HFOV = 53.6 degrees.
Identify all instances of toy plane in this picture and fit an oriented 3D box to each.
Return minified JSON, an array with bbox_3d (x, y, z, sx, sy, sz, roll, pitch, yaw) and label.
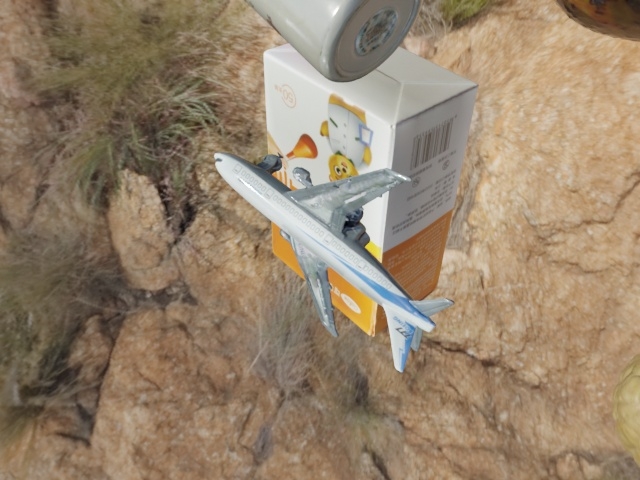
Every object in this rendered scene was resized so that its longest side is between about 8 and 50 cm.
[{"bbox_3d":[0.004,-0.001,0.483,0.226,0.058,0.226,47,150,19],"label":"toy plane"}]

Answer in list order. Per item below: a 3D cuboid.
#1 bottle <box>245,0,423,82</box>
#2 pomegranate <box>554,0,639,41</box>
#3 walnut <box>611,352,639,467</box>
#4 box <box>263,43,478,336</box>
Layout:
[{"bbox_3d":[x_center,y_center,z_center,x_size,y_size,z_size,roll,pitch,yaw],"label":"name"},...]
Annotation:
[{"bbox_3d":[-0.030,-0.240,0.515,0.110,0.110,0.233,-48,70,16],"label":"bottle"},{"bbox_3d":[0.299,-0.321,0.542,0.285,0.341,0.284,-4,84,45],"label":"pomegranate"},{"bbox_3d":[0.490,0.224,0.802,0.225,0.261,0.224,-9,69,24],"label":"walnut"},{"bbox_3d":[0.050,-0.072,0.827,0.225,0.143,0.341,38,143,34],"label":"box"}]
